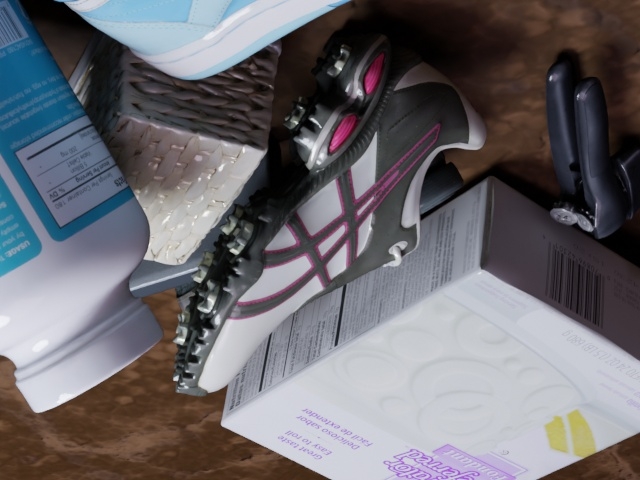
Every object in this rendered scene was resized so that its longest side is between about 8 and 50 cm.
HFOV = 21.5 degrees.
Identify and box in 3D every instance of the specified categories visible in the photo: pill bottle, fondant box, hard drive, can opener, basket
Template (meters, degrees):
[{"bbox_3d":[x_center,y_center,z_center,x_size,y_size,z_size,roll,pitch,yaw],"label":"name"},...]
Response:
[{"bbox_3d":[-0.198,-0.033,0.998,0.146,0.264,0.146,-29,-174,3],"label":"pill bottle"},{"bbox_3d":[0.112,0.104,1.368,0.238,0.096,0.330,29,140,-26],"label":"fondant box"},{"bbox_3d":[-0.090,-0.015,1.203,0.135,0.094,0.022,-18,147,23],"label":"hard drive"},{"bbox_3d":[0.187,-0.065,1.196,0.059,0.073,0.186,26,160,34],"label":"can opener"},{"bbox_3d":[-0.107,-0.068,1.109,0.113,0.103,0.167,13,146,-22],"label":"basket"}]

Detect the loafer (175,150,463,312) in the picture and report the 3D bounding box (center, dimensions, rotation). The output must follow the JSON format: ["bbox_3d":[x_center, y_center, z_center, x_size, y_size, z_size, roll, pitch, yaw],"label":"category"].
[{"bbox_3d":[-0.015,-0.019,1.236,0.267,0.084,0.096,-28,-178,36],"label":"loafer"}]

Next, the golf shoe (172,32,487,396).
[{"bbox_3d":[0.000,0.000,1.097,0.120,0.105,0.273,30,100,-15],"label":"golf shoe"}]

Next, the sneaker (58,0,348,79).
[{"bbox_3d":[-0.055,-0.201,0.870,0.208,0.127,0.319,19,142,-40],"label":"sneaker"}]
